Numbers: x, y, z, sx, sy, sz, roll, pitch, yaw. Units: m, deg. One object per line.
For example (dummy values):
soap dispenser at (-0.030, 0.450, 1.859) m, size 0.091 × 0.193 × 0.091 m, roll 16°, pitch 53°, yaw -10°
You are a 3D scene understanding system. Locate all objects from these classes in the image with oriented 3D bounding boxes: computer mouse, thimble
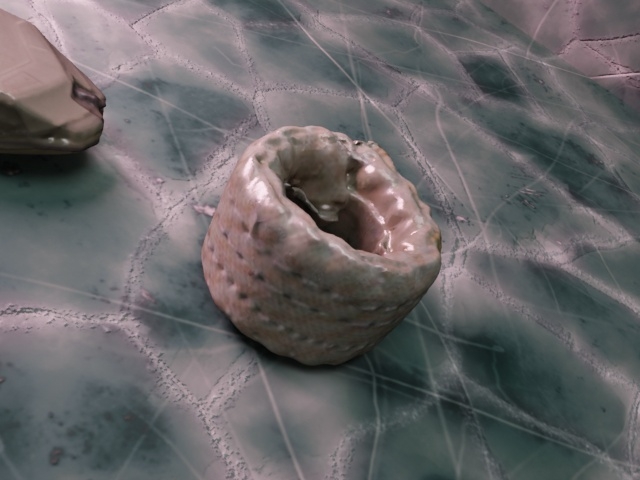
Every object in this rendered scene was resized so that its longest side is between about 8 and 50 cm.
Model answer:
computer mouse at (-0.494, -0.220, 1.057) m, size 0.429 × 0.145 × 0.228 m, roll 23°, pitch 31°, yaw -26°
thimble at (0.000, 0.000, 1.068) m, size 0.291 × 0.195 × 0.291 m, roll 20°, pitch 38°, yaw -17°
